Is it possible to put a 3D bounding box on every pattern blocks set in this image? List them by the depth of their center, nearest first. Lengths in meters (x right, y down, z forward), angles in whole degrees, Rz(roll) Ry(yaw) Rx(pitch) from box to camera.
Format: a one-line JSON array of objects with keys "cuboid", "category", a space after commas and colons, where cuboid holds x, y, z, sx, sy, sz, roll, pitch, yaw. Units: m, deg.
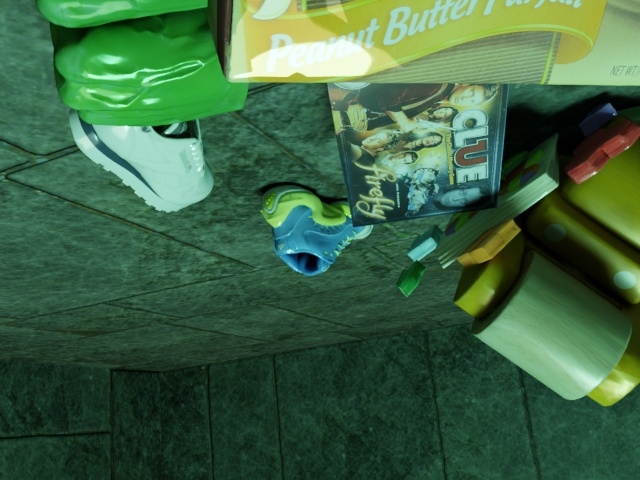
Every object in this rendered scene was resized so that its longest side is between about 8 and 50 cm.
[{"cuboid": [0.219, -0.052, 0.819, 0.325, 0.026, 0.285, -42, -174, 21], "category": "pattern blocks set"}]

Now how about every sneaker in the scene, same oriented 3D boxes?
[{"cuboid": [-0.162, -0.097, 0.718, 0.095, 0.090, 0.235, -20, 163, 12], "category": "sneaker"}, {"cuboid": [0.000, 0.000, 1.026, 0.091, 0.126, 0.240, -19, 159, 38], "category": "sneaker"}]

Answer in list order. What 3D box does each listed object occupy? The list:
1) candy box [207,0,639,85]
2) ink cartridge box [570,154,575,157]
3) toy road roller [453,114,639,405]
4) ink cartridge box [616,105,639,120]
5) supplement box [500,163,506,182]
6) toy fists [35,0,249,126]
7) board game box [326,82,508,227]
[{"cuboid": [0.104, -0.181, 0.351, 0.316, 0.087, 0.183, -3, 130, -15], "category": "candy box"}, {"cuboid": [0.362, -0.073, 1.015, 0.224, 0.056, 0.181, -9, 165, 33], "category": "ink cartridge box"}, {"cuboid": [0.319, 0.000, 0.792, 0.240, 0.202, 0.329, -57, 177, 36], "category": "toy road roller"}, {"cuboid": [0.494, -0.141, 0.856, 0.235, 0.056, 0.171, -14, 163, 20], "category": "ink cartridge box"}, {"cuboid": [0.184, -0.108, 0.796, 0.043, 0.083, 0.055, -18, 160, 35], "category": "supplement box"}, {"cuboid": [-0.124, -0.168, 0.463, 0.142, 0.096, 0.279, -15, 166, -16], "category": "toy fists"}, {"cuboid": [0.097, -0.113, 0.665, 0.165, 0.042, 0.243, -8, 142, 5], "category": "board game box"}]
